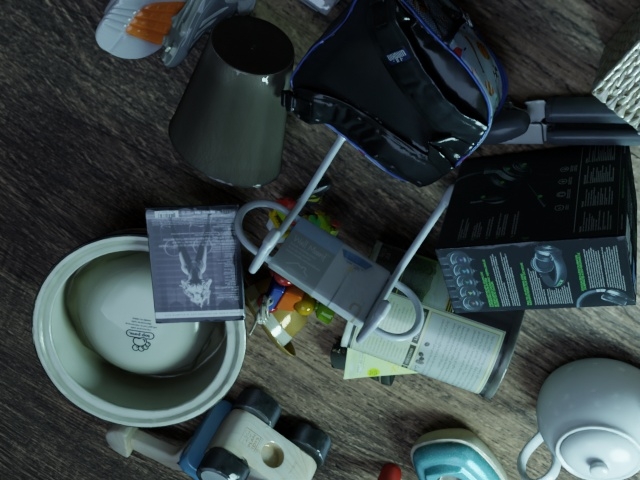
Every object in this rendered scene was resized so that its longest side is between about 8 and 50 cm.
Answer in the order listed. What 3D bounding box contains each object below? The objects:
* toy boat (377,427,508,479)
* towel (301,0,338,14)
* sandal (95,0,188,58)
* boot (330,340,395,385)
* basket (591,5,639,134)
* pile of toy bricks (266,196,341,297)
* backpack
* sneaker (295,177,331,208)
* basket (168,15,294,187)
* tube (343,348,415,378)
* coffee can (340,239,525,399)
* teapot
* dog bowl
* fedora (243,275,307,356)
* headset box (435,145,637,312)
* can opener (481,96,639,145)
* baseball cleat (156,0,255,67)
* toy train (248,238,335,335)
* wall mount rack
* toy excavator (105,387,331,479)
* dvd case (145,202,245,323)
[{"bbox_3d":[0.247,0.538,1.852,0.318,0.148,0.267,-20,119,32],"label":"toy boat"},{"bbox_3d":[-0.040,-0.487,1.128,0.331,0.053,0.317,30,139,-16],"label":"towel"},{"bbox_3d":[-0.246,-0.394,1.321,0.102,0.076,0.265,28,116,-37],"label":"sandal"},{"bbox_3d":[0.076,0.206,1.696,0.137,0.077,0.198,10,130,19],"label":"boot"},{"bbox_3d":[0.437,-0.233,1.129,0.103,0.167,0.113,35,132,-3],"label":"basket"},{"bbox_3d":[0.000,0.000,1.490,0.118,0.212,0.105,-1,133,-35],"label":"pile of toy bricks"},{"bbox_3d":[0.126,-0.223,1.221,0.263,0.213,0.276,48,136,-2],"label":"backpack"},{"bbox_3d":[-0.006,-0.083,1.515,0.035,0.031,0.083,41,139,-23],"label":"sneaker"},{"bbox_3d":[-0.127,-0.220,1.336,0.204,0.154,0.227,32,141,5],"label":"basket"},{"bbox_3d":[0.164,0.221,1.613,0.240,0.070,0.062,0,169,-12],"label":"tube"},{"bbox_3d":[0.195,0.137,1.501,0.275,0.202,0.202,19,132,5],"label":"coffee can"},{"bbox_3d":[0.509,0.355,1.575,0.252,0.187,0.256,12,132,12],"label":"teapot"},{"bbox_3d":[-0.341,0.153,1.674,0.407,0.150,0.408,0,111,0],"label":"dog bowl"},{"bbox_3d":[-0.084,0.131,1.662,0.079,0.194,0.194,-35,115,1],"label":"fedora"},{"bbox_3d":[0.323,-0.020,1.292,0.283,0.246,0.131,-5,125,24],"label":"headset box"},{"bbox_3d":[0.352,-0.163,1.263,0.283,0.095,0.076,4,130,26],"label":"can opener"},{"bbox_3d":[-0.163,-0.339,1.299,0.109,0.072,0.206,12,129,-34],"label":"baseball cleat"},{"bbox_3d":[-0.034,0.111,1.541,0.143,0.248,0.105,25,133,-7],"label":"toy train"},{"bbox_3d":[0.053,-0.013,1.366,0.350,0.304,0.130,33,144,0],"label":"wall mount rack"},{"bbox_3d":[-0.262,0.508,2.001,0.433,0.222,0.445,37,140,-10],"label":"toy excavator"},{"bbox_3d":[-0.223,0.043,1.542,0.164,0.018,0.221,-2,108,-2],"label":"dvd case"}]
